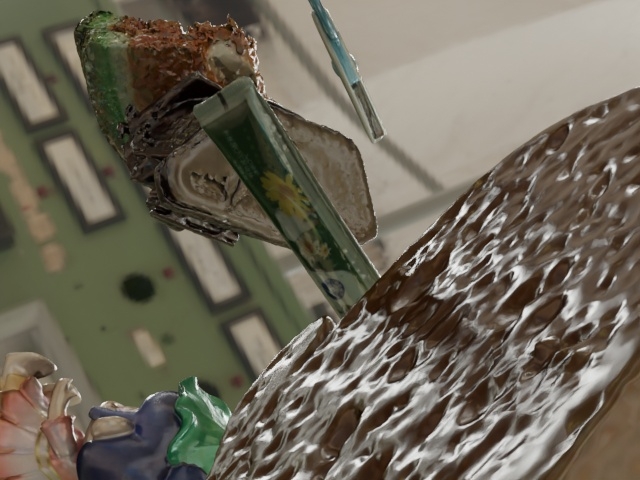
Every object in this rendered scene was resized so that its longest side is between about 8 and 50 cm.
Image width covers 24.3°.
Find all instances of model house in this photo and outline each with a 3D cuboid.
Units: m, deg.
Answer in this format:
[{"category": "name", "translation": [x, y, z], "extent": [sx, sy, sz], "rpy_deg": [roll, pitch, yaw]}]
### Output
[{"category": "model house", "translation": [-0.067, -0.048, 1.237], "extent": [0.164, 0.203, 0.141], "rpy_deg": [-11, -123, 56]}]

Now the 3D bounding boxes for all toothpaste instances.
[{"category": "toothpaste", "translation": [0.000, 0.000, 0.837], "extent": [0.049, 0.031, 0.204], "rpy_deg": [-27, -79, 41]}]

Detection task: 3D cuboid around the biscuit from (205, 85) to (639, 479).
[{"category": "biscuit", "translation": [0.040, 0.094, 0.591], "extent": [0.070, 0.394, 0.350], "rpy_deg": [44, -6, -13]}]

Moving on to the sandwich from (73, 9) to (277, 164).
[{"category": "sandwich", "translation": [-0.120, -0.105, 1.344], "extent": [0.159, 0.079, 0.235], "rpy_deg": [-13, -65, 17]}]

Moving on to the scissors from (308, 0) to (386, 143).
[{"category": "scissors", "translation": [0.012, -0.105, 0.858], "extent": [0.119, 0.014, 0.058], "rpy_deg": [62, 1, -31]}]

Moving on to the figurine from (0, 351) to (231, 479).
[{"category": "figurine", "translation": [-0.125, 0.138, 0.926], "extent": [0.195, 0.102, 0.111], "rpy_deg": [3, -33, 29]}]
